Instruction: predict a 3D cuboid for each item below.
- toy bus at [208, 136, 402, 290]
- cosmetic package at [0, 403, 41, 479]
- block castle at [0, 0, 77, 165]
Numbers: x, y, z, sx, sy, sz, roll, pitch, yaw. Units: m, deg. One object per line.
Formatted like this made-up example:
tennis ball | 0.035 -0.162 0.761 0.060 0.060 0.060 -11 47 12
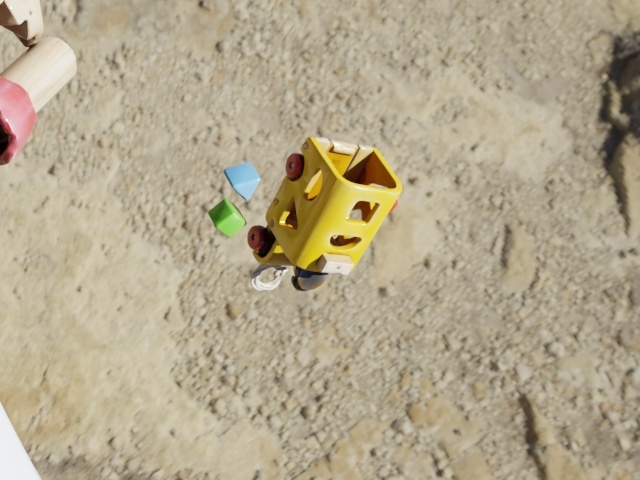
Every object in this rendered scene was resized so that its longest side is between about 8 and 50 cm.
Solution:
toy bus | 0.001 -0.009 1.145 0.191 0.202 0.104 -29 49 -2
cosmetic package | -0.341 0.303 0.680 0.453 0.230 0.161 -82 153 -66
block castle | -0.497 -0.231 1.078 0.453 0.303 0.213 51 38 -19
